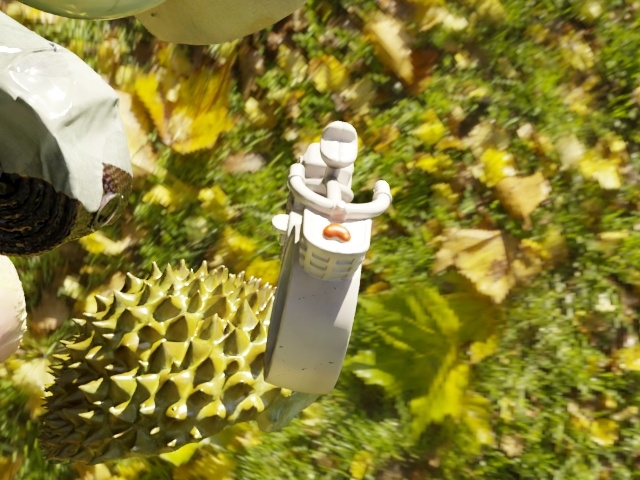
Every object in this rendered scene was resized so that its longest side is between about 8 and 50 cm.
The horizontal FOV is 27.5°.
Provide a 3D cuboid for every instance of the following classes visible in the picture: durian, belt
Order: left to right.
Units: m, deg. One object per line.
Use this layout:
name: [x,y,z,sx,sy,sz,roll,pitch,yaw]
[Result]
belt: [-0.304,-0.107,1.197,0.289,0.164,0.184,32,116,10]
durian: [-0.100,0.112,1.148,0.306,0.166,0.172,-27,57,-23]

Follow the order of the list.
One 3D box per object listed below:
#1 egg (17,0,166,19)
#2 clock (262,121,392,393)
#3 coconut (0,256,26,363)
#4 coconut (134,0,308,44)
egg: [-0.117,-0.209,0.635,0.182,0.183,0.264,-2,42,-12]
clock: [0.000,0.000,0.535,0.041,0.129,0.087,11,126,-5]
coconut: [-0.470,0.090,1.431,0.233,0.233,0.245,56,37,-3]
coconut: [-0.077,-0.249,0.891,0.241,0.241,0.241,1,85,-12]
